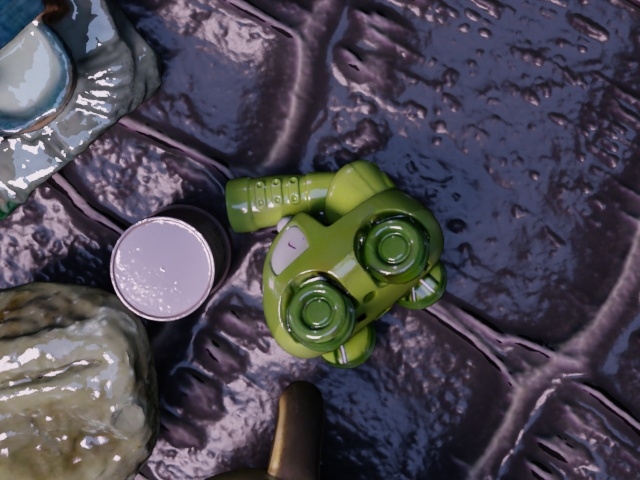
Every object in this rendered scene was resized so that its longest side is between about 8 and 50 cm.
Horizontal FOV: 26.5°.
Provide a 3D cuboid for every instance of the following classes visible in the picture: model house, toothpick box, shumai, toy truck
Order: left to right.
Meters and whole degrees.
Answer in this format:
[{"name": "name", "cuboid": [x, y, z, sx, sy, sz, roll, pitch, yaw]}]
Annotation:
[{"name": "model house", "cuboid": [-0.314, -0.141, 1.203, 0.267, 0.325, 0.194, -39, 91, 7]}, {"name": "shumai", "cuboid": [-0.275, 0.171, 1.255, 0.260, 0.222, 0.225, -22, 108, 27]}, {"name": "toothpick box", "cuboid": [-0.139, 0.018, 1.297, 0.098, 0.149, 0.098, 0, 96, 3]}, {"name": "toy truck", "cuboid": [0.020, 0.003, 1.300, 0.187, 0.148, 0.210, -24, 69, 7]}]

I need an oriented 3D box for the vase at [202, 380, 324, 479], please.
[{"name": "vase", "cuboid": [-0.047, 0.295, 1.281, 0.241, 0.302, 0.329, 13, 79, 2]}]
